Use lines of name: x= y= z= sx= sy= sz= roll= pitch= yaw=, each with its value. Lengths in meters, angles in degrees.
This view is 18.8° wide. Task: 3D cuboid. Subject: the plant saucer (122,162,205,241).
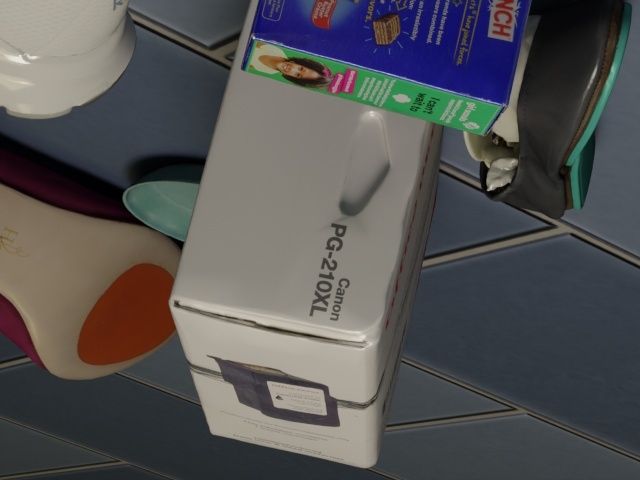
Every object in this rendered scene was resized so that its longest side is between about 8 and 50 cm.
plant saucer: x=-0.062 y=-0.021 z=1.196 sx=0.119 sy=0.021 sz=0.119 roll=12 pitch=162 yaw=4

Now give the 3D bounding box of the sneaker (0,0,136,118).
sneaker: x=-0.215 y=-0.155 z=0.837 sx=0.297 sy=0.111 sz=0.129 roll=13 pitch=146 yaw=-11

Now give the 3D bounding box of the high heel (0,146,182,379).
high heel: x=-0.220 y=-0.023 z=1.245 sx=0.181 sy=0.127 sz=0.377 roll=41 pitch=-177 yaw=29

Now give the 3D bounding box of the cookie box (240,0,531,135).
cookie box: x=0.031 y=-0.102 z=0.794 sx=0.107 sy=0.091 sz=0.040 roll=15 pitch=164 yaw=-4

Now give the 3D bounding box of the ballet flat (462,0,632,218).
ballet flat: x=0.100 y=-0.061 z=0.903 sx=0.074 sy=0.074 sz=0.203 roll=11 pitch=163 yaw=6

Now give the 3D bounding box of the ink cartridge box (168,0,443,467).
ink cartridge box: x=0.000 y=0.000 z=0.980 sx=0.100 sy=0.172 sz=0.237 roll=12 pitch=161 yaw=5
